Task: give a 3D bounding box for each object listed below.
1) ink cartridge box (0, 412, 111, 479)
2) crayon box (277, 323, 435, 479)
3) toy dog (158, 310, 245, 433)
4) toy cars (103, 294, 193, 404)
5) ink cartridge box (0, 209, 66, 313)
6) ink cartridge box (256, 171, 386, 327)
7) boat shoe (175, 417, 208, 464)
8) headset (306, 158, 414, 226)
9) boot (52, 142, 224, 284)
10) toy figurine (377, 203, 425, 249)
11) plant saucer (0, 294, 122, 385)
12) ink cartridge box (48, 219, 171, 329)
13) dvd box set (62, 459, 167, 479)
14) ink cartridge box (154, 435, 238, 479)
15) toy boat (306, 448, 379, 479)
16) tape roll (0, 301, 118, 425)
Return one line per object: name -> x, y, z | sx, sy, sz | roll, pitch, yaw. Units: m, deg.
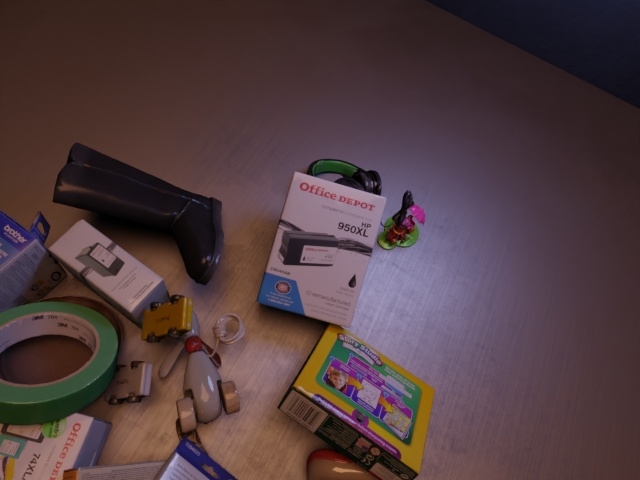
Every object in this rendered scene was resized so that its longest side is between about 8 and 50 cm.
ink cartridge box -> -0.675, 0.486, 1.055 | 0.270, 0.197, 0.198 | 16, 62, -4
crayon box -> 0.112, 0.425, 1.224 | 0.363, 0.106, 0.313 | 33, 28, 6
toy dog -> -0.329, 0.364, 1.236 | 0.220, 0.161, 0.333 | 8, 49, -14
toy cars -> -0.428, 0.290, 1.172 | 0.393, 0.087, 0.176 | -56, 46, 11
ink cartridge box -> -0.846, 0.100, 1.170 | 0.151, 0.270, 0.395 | 38, 63, 5
ink cartridge box -> 0.001, 0.023, 1.356 | 0.285, 0.166, 0.394 | 16, 91, -4
boat shoe -> -0.342, 0.527, 1.191 | 0.050, 0.045, 0.135 | -22, 73, -32
headset -> 0.130, -0.183, 1.539 | 0.394, 0.185, 0.243 | 39, 41, 24
boot -> -0.505, -0.072, 1.269 | 0.445, 0.146, 0.367 | 24, 26, -28
toy figurine -> 0.288, -0.058, 1.552 | 0.173, 0.159, 0.130 | -31, 74, -23
plant saucer -> -0.691, 0.281, 1.198 | 0.311, 0.050, 0.310 | 10, 44, -10
ink cartridge box -> -0.574, 0.103, 1.262 | 0.289, 0.211, 0.121 | 35, 64, 8
dvd box set -> -0.415, 0.707, 0.972 | 0.308, 0.062, 0.420 | 27, 49, -51
ink cartridge box -> -0.293, 0.614, 1.070 | 0.223, 0.045, 0.224 | 44, 34, -10
toy boat -> 0.078, 0.597, 1.212 | 0.231, 0.151, 0.151 | 10, 32, -8
tape roll -> -0.657, 0.277, 1.074 | 0.321, 0.077, 0.321 | 14, 29, -8
